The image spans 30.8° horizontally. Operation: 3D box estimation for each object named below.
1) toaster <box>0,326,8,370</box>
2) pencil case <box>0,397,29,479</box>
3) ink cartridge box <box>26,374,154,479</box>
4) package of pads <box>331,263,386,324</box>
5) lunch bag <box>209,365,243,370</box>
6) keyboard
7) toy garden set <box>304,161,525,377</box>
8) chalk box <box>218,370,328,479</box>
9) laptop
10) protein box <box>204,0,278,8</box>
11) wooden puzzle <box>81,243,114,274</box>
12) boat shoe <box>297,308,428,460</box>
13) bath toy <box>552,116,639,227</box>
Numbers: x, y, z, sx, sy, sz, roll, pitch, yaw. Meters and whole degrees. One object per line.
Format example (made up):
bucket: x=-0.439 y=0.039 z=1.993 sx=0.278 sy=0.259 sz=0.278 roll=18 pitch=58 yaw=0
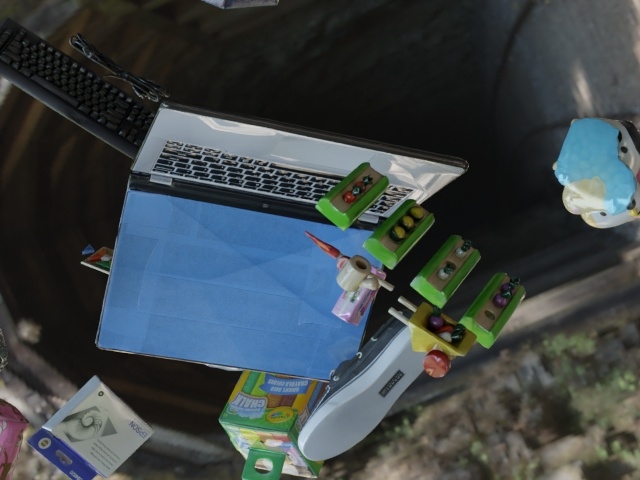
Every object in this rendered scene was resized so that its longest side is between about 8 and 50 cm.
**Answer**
toaster: x=-0.448 y=0.104 z=1.318 sx=0.146 sy=0.129 sz=0.227 roll=45 pitch=160 yaw=11
pencil case: x=-0.644 y=0.447 z=2.001 sx=0.167 sy=0.386 sz=0.160 roll=22 pitch=-178 yaw=30
ink cartridge box: x=-0.540 y=0.463 z=2.747 sx=0.223 sy=0.224 sz=0.045 roll=51 pitch=171 yaw=-37
package of pads: x=0.052 y=0.070 z=1.541 sx=0.032 sy=0.083 sz=0.050 roll=30 pitch=-178 yaw=23
lunch bag: x=-0.180 y=0.213 z=2.361 sx=0.151 sy=0.128 sz=0.096 roll=22 pitch=-115 yaw=-64
keyboard: x=-0.330 y=-0.229 z=1.717 sx=0.317 sy=0.033 sz=0.202 roll=33 pitch=-147 yaw=-15
toy garden set: x=0.100 y=0.023 z=1.257 sx=0.244 sy=0.049 sz=0.204 roll=39 pitch=-142 yaw=6
chalk box: x=-0.080 y=0.374 z=2.437 sx=0.289 sy=0.180 sz=0.179 roll=-64 pitch=-37 yaw=-35
laptop: x=-0.067 y=0.024 z=1.519 sx=0.408 sy=0.381 sz=0.237 roll=141 pitch=136 yaw=-68
protein box: x=-0.170 y=-0.443 z=1.723 sx=0.201 sy=0.136 sz=0.200 roll=24 pitch=-160 yaw=15
wooden puzzle: x=-0.373 y=0.034 z=2.045 sx=0.078 sy=0.116 sz=0.014 roll=-48 pitch=-31 yaw=-56
boat shoe: x=0.050 y=0.174 z=1.452 sx=0.080 sy=0.228 sz=0.076 roll=44 pitch=177 yaw=-40
bath toy: x=0.450 y=-0.091 z=1.653 sx=0.129 sy=0.152 sz=0.348 roll=26 pitch=-164 yaw=30
